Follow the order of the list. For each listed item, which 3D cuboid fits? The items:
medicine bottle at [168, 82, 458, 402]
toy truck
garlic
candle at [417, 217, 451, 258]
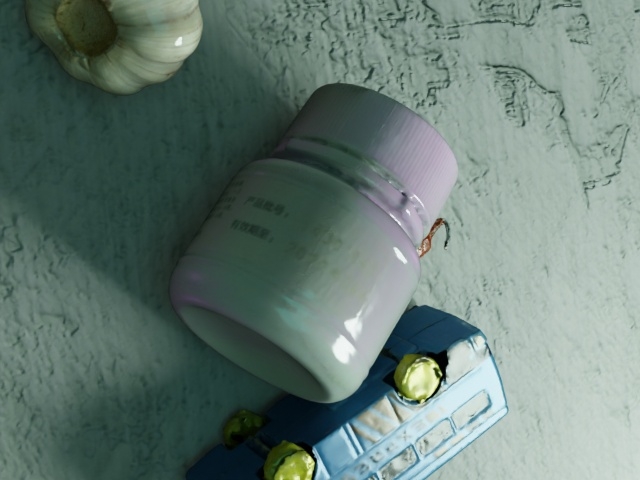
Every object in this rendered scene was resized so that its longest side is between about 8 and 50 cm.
[{"bbox_3d":[0.000,0.000,1.269,0.241,0.241,0.302,39,70,-20],"label":"medicine bottle"},{"bbox_3d":[0.035,0.234,1.345,0.385,0.161,0.162,-33,114,-18],"label":"toy truck"},{"bbox_3d":[-0.199,-0.280,1.240,0.199,0.199,0.226,56,41,-16],"label":"garlic"},{"bbox_3d":[0.103,0.024,1.417,0.162,0.048,0.053,-41,137,-17],"label":"candle"}]
